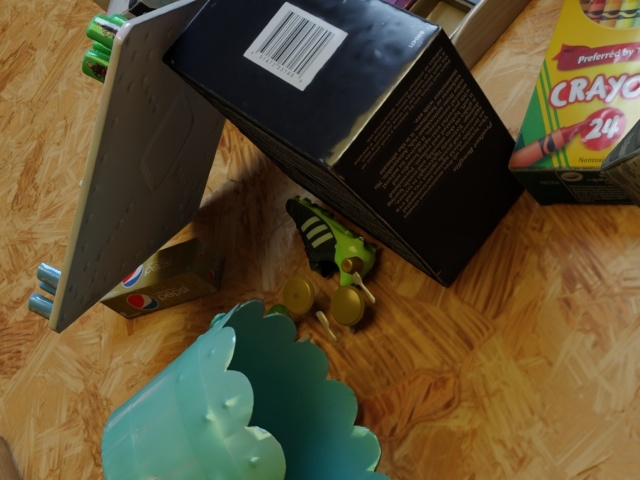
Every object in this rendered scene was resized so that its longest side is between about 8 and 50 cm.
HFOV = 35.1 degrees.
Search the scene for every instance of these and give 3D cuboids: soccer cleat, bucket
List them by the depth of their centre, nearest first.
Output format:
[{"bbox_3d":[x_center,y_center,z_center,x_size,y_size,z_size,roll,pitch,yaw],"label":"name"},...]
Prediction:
[{"bbox_3d":[-0.071,0.221,1.012,0.183,0.281,0.281,-34,44,14],"label":"bucket"},{"bbox_3d":[0.000,0.000,1.265,0.072,0.060,0.179,-57,42,5],"label":"soccer cleat"}]

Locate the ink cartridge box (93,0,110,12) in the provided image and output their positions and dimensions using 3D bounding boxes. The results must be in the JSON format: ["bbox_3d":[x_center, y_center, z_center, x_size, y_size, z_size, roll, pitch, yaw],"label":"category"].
[{"bbox_3d":[-0.276,-0.425,1.722,0.127,0.176,0.128,-14,54,35],"label":"ink cartridge box"}]

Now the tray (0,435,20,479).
[{"bbox_3d":[-0.458,0.448,1.342,0.203,0.076,0.411,-49,40,3],"label":"tray"}]

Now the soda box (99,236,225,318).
[{"bbox_3d":[-0.223,0.055,1.419,0.181,0.061,0.058,-18,50,32],"label":"soda box"}]

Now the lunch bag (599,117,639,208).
[{"bbox_3d":[0.418,-0.084,0.825,0.256,0.212,0.305,41,90,8],"label":"lunch bag"}]

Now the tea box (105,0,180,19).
[{"bbox_3d":[-0.125,-0.456,1.535,0.323,0.220,0.329,-20,51,46],"label":"tea box"}]

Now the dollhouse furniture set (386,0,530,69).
[{"bbox_3d":[0.066,-0.346,1.266,0.286,0.303,0.198,-49,40,3],"label":"dollhouse furniture set"}]

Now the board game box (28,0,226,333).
[{"bbox_3d":[-0.207,-0.130,1.248,0.390,0.050,0.390,-49,-18,-60],"label":"board game box"}]

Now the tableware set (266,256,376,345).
[{"bbox_3d":[-0.001,0.079,1.209,0.154,0.024,0.104,-47,63,25],"label":"tableware set"}]

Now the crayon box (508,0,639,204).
[{"bbox_3d":[0.344,-0.193,1.077,0.202,0.081,0.318,2,63,43],"label":"crayon box"}]

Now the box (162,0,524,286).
[{"bbox_3d":[0.037,-0.139,1.120,0.296,0.294,0.183,37,86,38],"label":"box"}]
